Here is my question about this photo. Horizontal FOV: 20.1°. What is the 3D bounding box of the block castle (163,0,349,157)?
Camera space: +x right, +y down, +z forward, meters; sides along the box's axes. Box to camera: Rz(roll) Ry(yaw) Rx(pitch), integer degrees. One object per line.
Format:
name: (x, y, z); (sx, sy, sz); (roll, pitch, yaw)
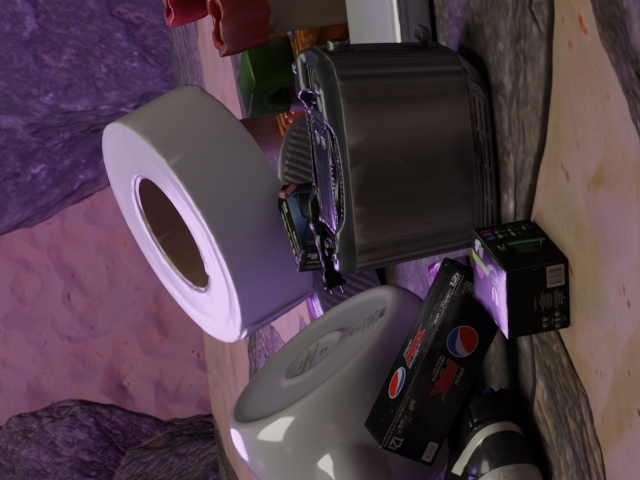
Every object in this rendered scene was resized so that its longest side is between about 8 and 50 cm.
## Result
block castle: (-0.110, -0.285, 2.097); (0.453, 0.213, 0.303); (110, 149, -71)

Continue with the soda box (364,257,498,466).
soda box: (0.101, 0.104, 1.553); (0.168, 0.053, 0.060); (-65, 19, 9)

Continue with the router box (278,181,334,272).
router box: (0.025, -0.018, 1.871); (0.038, 0.123, 0.092); (101, 157, -49)

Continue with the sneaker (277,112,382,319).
sneaker: (0.003, -0.008, 2.077); (0.161, 0.102, 0.282); (-160, 61, -82)

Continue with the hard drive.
hard drive: (0.064, -0.209, 1.712); (0.203, 0.040, 0.307); (-130, 31, -70)

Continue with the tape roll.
tape roll: (-0.127, -0.028, 2.015); (0.286, 0.100, 0.286); (47, 156, 29)

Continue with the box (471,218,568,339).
box: (0.155, 0.029, 1.410); (0.083, 0.052, 0.062); (-123, 26, -62)

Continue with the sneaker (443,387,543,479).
sneaker: (0.141, 0.201, 1.614); (0.217, 0.079, 0.121); (114, 149, -58)

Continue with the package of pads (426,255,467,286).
package of pads: (0.124, 0.058, 1.664); (0.050, 0.032, 0.083); (144, 115, -76)

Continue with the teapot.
teapot: (0.049, 0.177, 1.752); (0.187, 0.256, 0.252); (51, 153, -13)

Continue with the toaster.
toaster: (0.065, -0.067, 1.539); (0.129, 0.147, 0.227); (-129, 31, -71)
